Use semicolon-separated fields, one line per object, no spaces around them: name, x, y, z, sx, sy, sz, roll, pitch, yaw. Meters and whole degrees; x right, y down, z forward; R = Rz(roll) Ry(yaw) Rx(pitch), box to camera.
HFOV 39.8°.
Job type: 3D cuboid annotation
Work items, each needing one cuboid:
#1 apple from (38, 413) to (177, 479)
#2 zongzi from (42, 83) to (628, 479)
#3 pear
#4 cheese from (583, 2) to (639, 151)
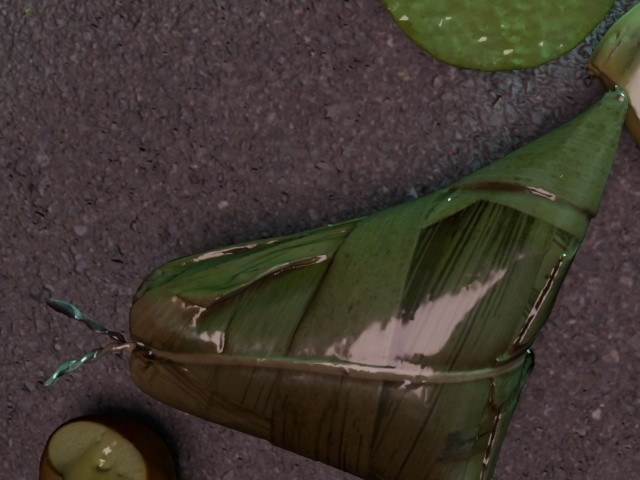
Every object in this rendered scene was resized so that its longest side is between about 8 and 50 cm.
apple;-0.264;0.314;1.087;0.173;0.160;0.195;-1;65;-1
zongzi;0.004;-0.005;0.926;0.500;0.218;0.467;19;101;6
pear;0.180;-0.289;0.852;0.288;0.139;0.239;-10;116;12
cheese;0.440;-0.154;0.824;0.316;0.128;0.260;-29;94;16
